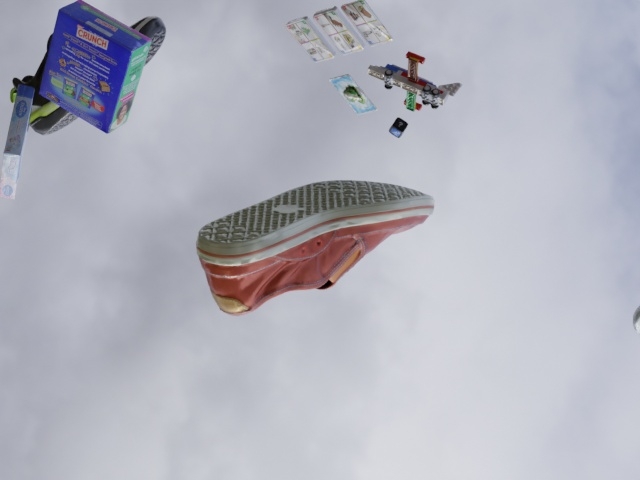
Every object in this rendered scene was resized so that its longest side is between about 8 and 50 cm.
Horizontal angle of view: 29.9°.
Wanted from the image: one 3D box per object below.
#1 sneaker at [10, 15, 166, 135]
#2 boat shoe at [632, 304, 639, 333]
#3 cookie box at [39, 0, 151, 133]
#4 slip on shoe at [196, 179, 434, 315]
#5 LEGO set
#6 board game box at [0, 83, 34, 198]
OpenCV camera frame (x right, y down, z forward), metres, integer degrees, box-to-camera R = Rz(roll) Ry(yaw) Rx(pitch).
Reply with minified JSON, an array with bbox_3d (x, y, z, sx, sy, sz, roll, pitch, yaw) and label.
[{"bbox_3d":[-0.297,-0.220,1.466,0.235,0.097,0.084,-33,-178,23],"label":"sneaker"},{"bbox_3d":[0.412,0.028,1.307,0.183,0.065,0.083,-43,-150,29],"label":"boat shoe"},{"bbox_3d":[-0.234,-0.179,1.237,0.040,0.092,0.107,-49,168,-52],"label":"cookie box"},{"bbox_3d":[0.000,0.000,1.360,0.123,0.331,0.101,19,-61,43],"label":"slip on shoe"},{"bbox_3d":[0.085,-0.256,1.758,0.182,0.244,0.060,-6,-138,52],"label":"LEGO set"},{"bbox_3d":[-0.327,-0.105,1.286,0.090,0.020,0.090,121,-23,-57],"label":"board game box"}]
